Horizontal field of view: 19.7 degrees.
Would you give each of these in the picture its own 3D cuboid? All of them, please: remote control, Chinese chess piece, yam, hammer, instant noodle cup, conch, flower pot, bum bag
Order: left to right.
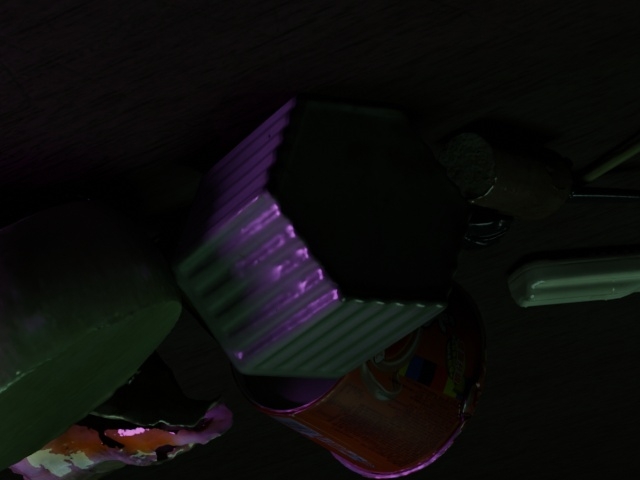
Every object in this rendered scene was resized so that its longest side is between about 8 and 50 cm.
[{"bbox_3d":[-0.301,0.104,1.767,0.349,0.146,0.349,-36,170,-8],"label":"Chinese chess piece"},{"bbox_3d":[-0.261,0.171,2.053,0.324,0.186,0.263,-18,169,27],"label":"conch"},{"bbox_3d":[0.000,0.000,1.717,0.209,0.239,0.189,-31,177,-42],"label":"flower pot"},{"bbox_3d":[0.033,0.124,2.042,0.250,0.250,0.192,-24,148,32],"label":"instant noodle cup"},{"bbox_3d":[0.176,-0.009,2.007,0.057,0.034,0.124,-6,172,-4],"label":"bum bag"},{"bbox_3d":[0.184,-0.064,1.830,0.084,0.084,0.127,-27,157,37],"label":"yam"},{"bbox_3d":[0.343,0.046,2.238,0.230,0.049,0.090,-5,161,-19],"label":"remote control"},{"bbox_3d":[0.321,-0.091,1.915,0.060,0.028,0.195,-5,163,-34],"label":"hammer"}]

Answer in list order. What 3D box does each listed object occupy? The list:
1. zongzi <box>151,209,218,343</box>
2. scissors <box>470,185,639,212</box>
[{"bbox_3d":[-0.064,0.060,1.909,0.099,0.194,0.197,-47,154,10],"label":"zongzi"},{"bbox_3d":[0.247,-0.049,1.952,0.220,0.017,0.088,1,157,-11],"label":"scissors"}]
